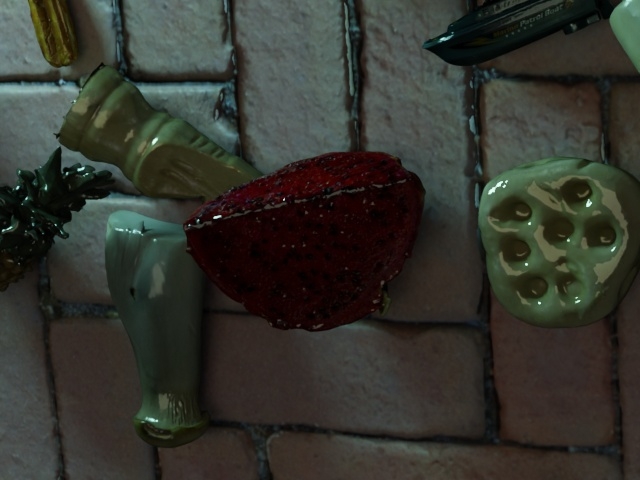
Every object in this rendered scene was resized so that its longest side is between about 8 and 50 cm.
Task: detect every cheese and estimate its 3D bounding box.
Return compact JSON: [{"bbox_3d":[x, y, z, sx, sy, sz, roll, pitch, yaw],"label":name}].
[{"bbox_3d":[0.300,-0.007,1.847,0.218,0.117,0.235,47,115,8],"label":"cheese"}]

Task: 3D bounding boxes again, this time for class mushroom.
[{"bbox_3d":[-0.225,0.125,2.108,0.159,0.122,0.329,14,110,57],"label":"mushroom"}]

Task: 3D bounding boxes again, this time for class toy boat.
[{"bbox_3d":[0.233,-0.279,1.827,0.246,0.093,0.103,-20,101,25],"label":"toy boat"}]

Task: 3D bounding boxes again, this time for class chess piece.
[{"bbox_3d":[-0.203,-0.110,2.044,0.300,0.137,0.137,32,112,1],"label":"chess piece"}]

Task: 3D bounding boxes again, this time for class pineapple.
[{"bbox_3d":[-0.422,-0.022,2.088,0.340,0.169,0.169,-21,93,38],"label":"pineapple"}]

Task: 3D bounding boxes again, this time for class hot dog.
[{"bbox_3d":[-0.377,-0.313,2.103,0.062,0.038,0.144,-15,93,27],"label":"hot dog"}]

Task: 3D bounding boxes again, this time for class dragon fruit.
[{"bbox_3d":[0.000,0.000,1.970,0.316,0.152,0.205,-11,116,11],"label":"dragon fruit"}]

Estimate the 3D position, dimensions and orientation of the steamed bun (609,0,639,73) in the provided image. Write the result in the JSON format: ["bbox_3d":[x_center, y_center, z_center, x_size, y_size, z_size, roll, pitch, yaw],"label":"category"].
[{"bbox_3d":[0.453,-0.233,1.726,0.200,0.170,0.225,-29,71,-6],"label":"steamed bun"}]
